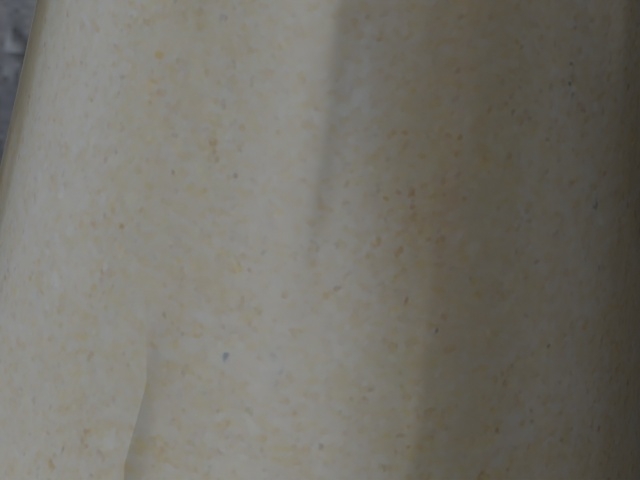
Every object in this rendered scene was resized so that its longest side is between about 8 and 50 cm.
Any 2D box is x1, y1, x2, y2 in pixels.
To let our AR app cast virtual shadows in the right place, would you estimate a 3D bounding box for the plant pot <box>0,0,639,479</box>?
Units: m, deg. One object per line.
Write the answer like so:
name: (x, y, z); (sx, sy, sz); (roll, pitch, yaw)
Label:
plant pot: (0.000, 0.000, 0.717); (0.334, 0.334, 0.305); (23, 112, 46)
